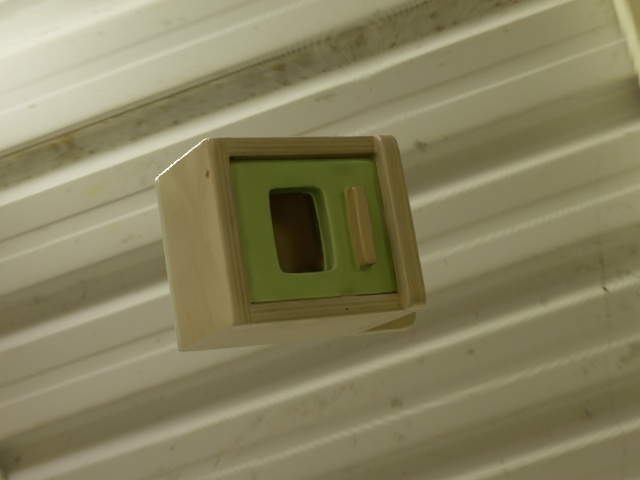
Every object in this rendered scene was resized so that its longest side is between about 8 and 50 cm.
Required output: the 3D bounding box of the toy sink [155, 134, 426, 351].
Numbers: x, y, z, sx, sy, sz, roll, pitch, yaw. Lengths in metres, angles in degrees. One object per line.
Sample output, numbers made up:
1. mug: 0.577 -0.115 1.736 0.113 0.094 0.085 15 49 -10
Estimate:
1. toy sink: 0.000 0.000 1.077 0.234 0.131 0.153 -2 -103 -29
